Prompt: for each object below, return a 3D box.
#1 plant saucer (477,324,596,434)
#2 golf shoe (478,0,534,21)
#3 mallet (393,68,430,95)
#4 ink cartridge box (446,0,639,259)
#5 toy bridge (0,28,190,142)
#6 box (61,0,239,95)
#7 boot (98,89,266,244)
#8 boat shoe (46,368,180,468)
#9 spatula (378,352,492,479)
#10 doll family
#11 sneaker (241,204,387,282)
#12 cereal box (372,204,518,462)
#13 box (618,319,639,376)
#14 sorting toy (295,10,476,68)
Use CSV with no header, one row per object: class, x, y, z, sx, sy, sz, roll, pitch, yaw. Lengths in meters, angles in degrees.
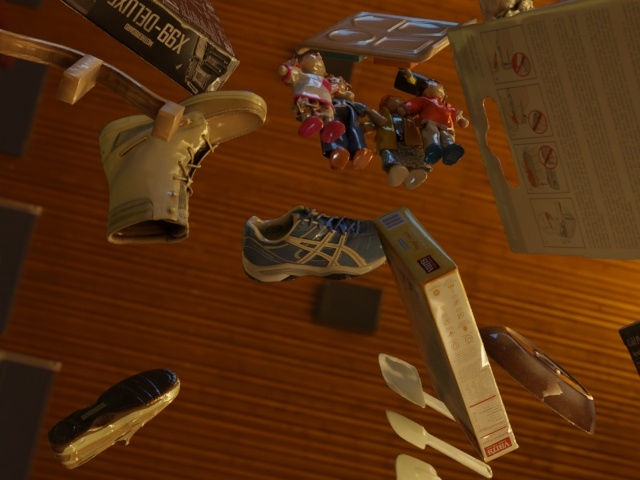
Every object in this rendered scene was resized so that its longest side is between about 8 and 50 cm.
plant saucer,0.271,0.163,1.538,0.036,0.198,0.198,-53,-171,6
golf shoe,0.261,-0.340,1.798,0.069,0.086,0.176,-36,173,-5
mallet,0.142,-0.286,2.128,0.039,0.062,0.189,-70,162,0
ink cartridge box,0.335,-0.133,1.416,0.385,0.091,0.308,1,-67,56
toy bridge,-0.192,-0.131,0.996,0.063,0.188,0.026,-70,-177,-67
box,-0.241,-0.324,1.674,0.076,0.242,0.307,-50,-155,12
boot,-0.159,-0.084,1.472,0.077,0.213,0.165,64,15,-57
boat shoe,-0.270,0.241,1.659,0.068,0.190,0.072,48,-19,50
spatula,0.146,0.237,1.446,0.019,0.242,0.168,-32,-130,25
doll family,0.054,-0.151,1.586,0.163,0.263,0.118,-97,-154,-44
sneaker,0.000,0.000,1.574,0.080,0.211,0.081,-96,176,-53
cereal box,0.133,0.099,1.336,0.173,0.047,0.240,-123,-170,-61
box,0.608,0.183,1.548,0.179,0.343,0.312,122,-53,-74
sorting toy,0.095,-0.282,1.751,0.193,0.208,0.038,-41,132,-55
